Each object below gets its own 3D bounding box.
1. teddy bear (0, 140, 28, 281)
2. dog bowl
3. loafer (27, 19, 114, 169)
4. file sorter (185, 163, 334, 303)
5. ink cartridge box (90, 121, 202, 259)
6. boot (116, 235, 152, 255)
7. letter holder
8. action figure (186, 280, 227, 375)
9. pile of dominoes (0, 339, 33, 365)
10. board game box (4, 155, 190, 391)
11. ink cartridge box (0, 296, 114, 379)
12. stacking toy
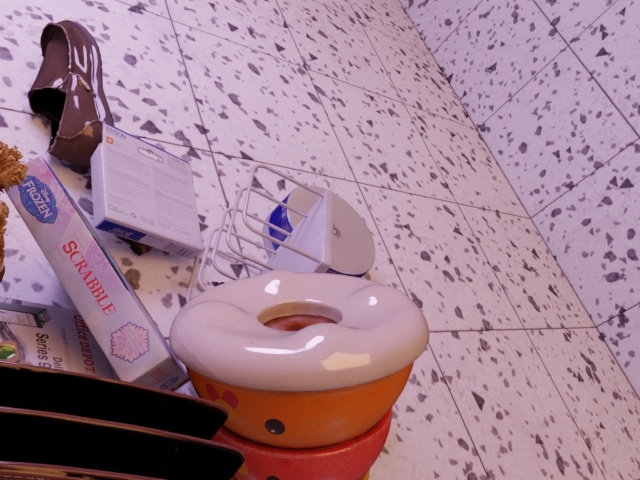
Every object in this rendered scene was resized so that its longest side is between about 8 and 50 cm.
[{"bbox_3d":[-0.463,-0.028,0.673,0.338,0.113,0.245,15,49,20],"label":"teddy bear"},{"bbox_3d":[0.000,0.000,1.400,0.265,0.104,0.265,25,41,-25],"label":"dog bowl"},{"bbox_3d":[-0.510,-0.307,1.169,0.130,0.134,0.366,1,55,-44],"label":"loafer"},{"bbox_3d":[-0.120,0.024,1.123,0.173,0.278,0.193,25,41,-19],"label":"file sorter"},{"bbox_3d":[-0.335,-0.092,1.135,0.223,0.045,0.224,25,43,-47],"label":"ink cartridge box"},{"bbox_3d":[-0.345,-0.030,1.152,0.106,0.037,0.114,52,36,-2],"label":"boot"},{"bbox_3d":[-0.215,0.185,0.492,0.302,0.214,0.152,17,37,-24],"label":"letter holder"},{"bbox_3d":[-0.141,0.213,1.019,0.164,0.141,0.276,7,91,-26],"label":"action figure"},{"bbox_3d":[-0.372,0.164,0.589,0.251,0.040,0.196,48,36,4],"label":"pile of dominoes"},{"bbox_3d":[-0.314,0.079,0.865,0.066,0.319,0.318,-33,79,-16],"label":"board game box"},{"bbox_3d":[-0.432,0.160,0.744,0.289,0.121,0.211,17,12,-33],"label":"ink cartridge box"},{"bbox_3d":[-0.026,0.306,0.851,0.350,0.350,0.480,-17,111,-50],"label":"stacking toy"}]
